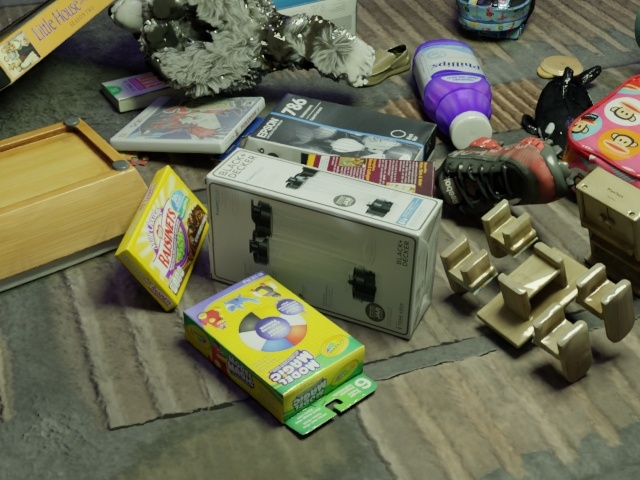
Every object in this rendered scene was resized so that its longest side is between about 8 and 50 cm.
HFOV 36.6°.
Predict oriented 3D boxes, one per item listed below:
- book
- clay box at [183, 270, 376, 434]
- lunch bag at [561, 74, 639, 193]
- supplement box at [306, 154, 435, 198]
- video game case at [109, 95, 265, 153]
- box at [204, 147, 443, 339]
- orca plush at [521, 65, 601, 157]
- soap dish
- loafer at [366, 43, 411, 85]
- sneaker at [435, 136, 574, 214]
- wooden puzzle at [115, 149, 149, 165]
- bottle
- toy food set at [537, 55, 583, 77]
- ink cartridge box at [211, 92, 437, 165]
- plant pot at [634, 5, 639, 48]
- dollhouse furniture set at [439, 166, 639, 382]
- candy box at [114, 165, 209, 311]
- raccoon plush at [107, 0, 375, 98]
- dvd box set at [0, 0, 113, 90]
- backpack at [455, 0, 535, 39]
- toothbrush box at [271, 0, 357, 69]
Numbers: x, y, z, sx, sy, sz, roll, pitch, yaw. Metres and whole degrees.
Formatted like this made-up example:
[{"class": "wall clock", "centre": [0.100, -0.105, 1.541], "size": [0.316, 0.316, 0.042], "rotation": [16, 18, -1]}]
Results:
[{"class": "book", "centre": [-0.307, -0.272, 1.729], "size": [0.144, 0.035, 0.096], "rotation": [-19, 36, -23]}, {"class": "clay box", "centre": [-0.048, 0.129, 1.152], "size": [0.127, 0.053, 0.222], "rotation": [-28, 44, -33]}, {"class": "lunch bag", "centre": [0.531, -0.117, 1.418], "size": [0.258, 0.120, 0.293], "rotation": [-35, 55, -26]}, {"class": "supplement box", "centre": [0.069, -0.061, 1.396], "size": [0.188, 0.081, 0.104], "rotation": [4, 35, 5]}, {"class": "video game case", "centre": [-0.216, -0.193, 1.591], "size": [0.201, 0.023, 0.183], "rotation": [4, 32, 19]}, {"class": "box", "centre": [0.000, 0.000, 1.236], "size": [0.289, 0.169, 0.087], "rotation": [15, 38, 20]}, {"class": "orca plush", "centre": [0.438, -0.249, 1.650], "size": [0.151, 0.102, 0.287], "rotation": [18, 39, 22]}, {"class": "soap dish", "centre": [-0.401, -0.058, 1.349], "size": [0.290, 0.118, 0.229], "rotation": [-23, 42, -28]}, {"class": "loafer", "centre": [0.110, -0.330, 1.799], "size": [0.148, 0.050, 0.056], "rotation": [-29, 45, -35]}, {"class": "sneaker", "centre": [0.247, -0.086, 1.374], "size": [0.135, 0.098, 0.276], "rotation": [-23, 13, -15]}, {"class": "wooden puzzle", "centre": [-0.317, -0.135, 1.554], "size": [0.083, 0.006, 0.049], "rotation": [0, 36, -2]}, {"class": "bottle", "centre": [0.231, -0.249, 1.653], "size": [0.118, 0.092, 0.283], "rotation": [0, 36, -4]}, {"class": "toy food set", "centre": [0.456, -0.325, 1.827], "size": [0.082, 0.020, 0.083], "rotation": [17, 38, 20]}, {"class": "ink cartridge box", "centre": [0.005, -0.158, 1.549], "size": [0.332, 0.065, 0.165], "rotation": [12, 38, 17]}, {"class": "plant pot", "centre": [0.732, -0.350, 1.662], "size": [0.293, 0.293, 0.235], "rotation": [-11, 52, -16]}, {"class": "dollhouse furniture set", "centre": [0.316, 0.052, 1.237], "size": [0.242, 0.161, 0.212], "rotation": [-39, 47, -13]}, {"class": "candy box", "centre": [-0.206, -0.007, 1.300], "size": [0.027, 0.105, 0.206], "rotation": [-29, 27, 25]}, {"class": "raccoon plush", "centre": [-0.153, -0.347, 1.716], "size": [0.446, 0.216, 0.299], "rotation": [23, 10, -15]}, {"class": "dvd box set", "centre": [-0.526, -0.322, 1.637], "size": [0.307, 0.062, 0.420], "rotation": [-20, 25, 31]}, {"class": "backpack", "centre": [0.346, -0.467, 1.939], "size": [0.158, 0.117, 0.173], "rotation": [10, 36, 12]}, {"class": "toothbrush box", "centre": [-0.095, -0.462, 1.914], "size": [0.216, 0.126, 0.295], "rotation": [-20, 41, -27]}]
